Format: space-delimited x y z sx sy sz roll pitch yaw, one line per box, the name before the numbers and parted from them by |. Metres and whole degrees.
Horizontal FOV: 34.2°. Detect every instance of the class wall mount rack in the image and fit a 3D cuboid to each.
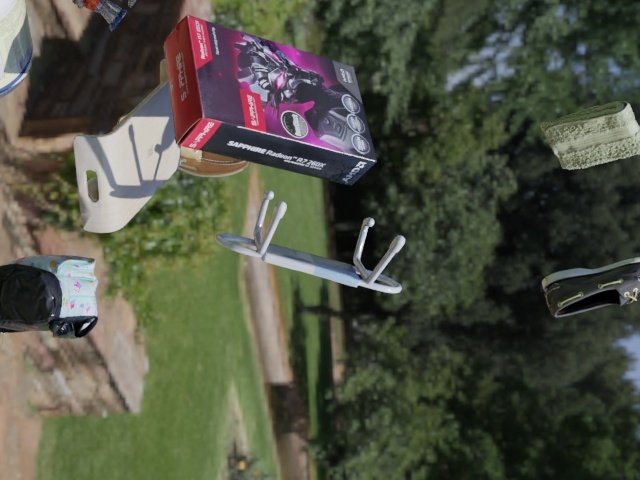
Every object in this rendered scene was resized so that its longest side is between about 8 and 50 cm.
wall mount rack | 0.000 0.000 1.809 0.304 0.350 0.130 -124 -130 -78

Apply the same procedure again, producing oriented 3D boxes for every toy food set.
toy food set | -0.362 -0.183 1.975 0.306 0.092 0.220 -57 159 -46

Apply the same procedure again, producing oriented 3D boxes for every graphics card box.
graphics card box | -0.087 -0.244 1.853 0.094 0.371 0.233 -42 -132 40

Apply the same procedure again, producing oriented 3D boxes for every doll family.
doll family | -0.412 -0.547 2.049 0.118 0.163 0.263 -40 -160 35

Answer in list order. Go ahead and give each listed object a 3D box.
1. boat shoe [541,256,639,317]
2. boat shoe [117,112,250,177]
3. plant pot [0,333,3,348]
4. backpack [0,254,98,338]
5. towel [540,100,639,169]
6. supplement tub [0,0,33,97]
boat shoe | 0.491 0.079 1.746 0.081 0.228 0.069 65 16 -61
boat shoe | -0.319 -0.226 2.395 0.120 0.324 0.122 83 15 -72
plant pot | -0.620 0.117 1.639 0.110 0.237 0.237 111 -16 -44
backpack | -0.385 0.076 1.472 0.182 0.152 0.115 4 92 -72
towel | 0.429 -0.161 1.627 0.110 0.148 0.027 49 44 -33
supplement tub | -0.632 -0.409 1.805 0.325 0.235 0.235 108 -18 -63
